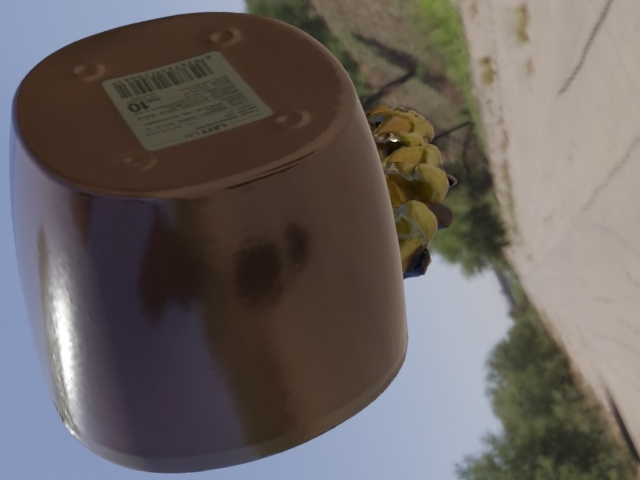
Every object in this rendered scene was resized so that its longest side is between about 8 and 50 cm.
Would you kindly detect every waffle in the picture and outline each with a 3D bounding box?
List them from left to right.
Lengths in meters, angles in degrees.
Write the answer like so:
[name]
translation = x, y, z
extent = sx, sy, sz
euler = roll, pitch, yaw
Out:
[waffle]
translation = 0.000, 0.000, 1.317
extent = 0.095, 0.379, 0.382
euler = 37, -167, -22

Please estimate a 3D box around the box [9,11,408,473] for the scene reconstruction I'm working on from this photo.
[box]
translation = -0.085, -0.018, 0.783
extent = 0.301, 0.301, 0.216
euler = -102, 6, -54
